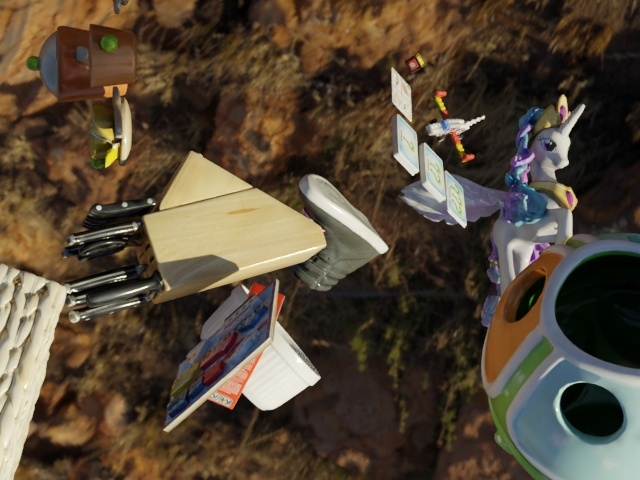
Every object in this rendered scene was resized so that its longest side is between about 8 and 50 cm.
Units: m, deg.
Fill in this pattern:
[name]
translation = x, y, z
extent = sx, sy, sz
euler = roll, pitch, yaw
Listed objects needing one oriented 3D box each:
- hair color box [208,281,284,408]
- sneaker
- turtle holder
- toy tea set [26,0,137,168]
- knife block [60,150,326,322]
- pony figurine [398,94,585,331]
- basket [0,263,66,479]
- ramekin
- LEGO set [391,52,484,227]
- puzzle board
[hair color box]
translation = -0.091, 0.124, 1.194
extent = 0.043, 0.072, 0.141
euler = 24, 130, -6
[sneaker]
translation = 0.000, 0.000, 1.603
extent = 0.147, 0.296, 0.104
euler = -39, 64, 6
[turtle holder]
translation = 0.286, 0.125, 0.865
extent = 0.320, 0.243, 0.227
euler = 46, 170, 31
[toy tea set]
translation = -0.283, -0.249, 1.198
extent = 0.124, 0.200, 0.336
euler = 0, 137, -15
[knife block]
translation = -0.163, 0.030, 1.232
extent = 0.275, 0.242, 0.088
euler = 30, 158, -11
[pony figurine]
translation = 0.333, -0.021, 1.701
extent = 0.302, 0.364, 0.351
euler = 11, 154, -27
[basket]
translation = -0.462, 0.196, 1.133
extent = 0.266, 0.331, 0.328
euler = 16, 150, -12
[ramekin]
translation = -0.106, 0.184, 1.694
extent = 0.109, 0.207, 0.207
euler = -40, 105, -2
[LEGO set]
translation = 0.170, -0.163, 1.464
extent = 0.060, 0.244, 0.182
euler = -26, 131, 28
[puzzle board]
translation = -0.084, 0.094, 0.858
extent = 0.128, 0.096, 0.011
euler = -41, 110, 20
